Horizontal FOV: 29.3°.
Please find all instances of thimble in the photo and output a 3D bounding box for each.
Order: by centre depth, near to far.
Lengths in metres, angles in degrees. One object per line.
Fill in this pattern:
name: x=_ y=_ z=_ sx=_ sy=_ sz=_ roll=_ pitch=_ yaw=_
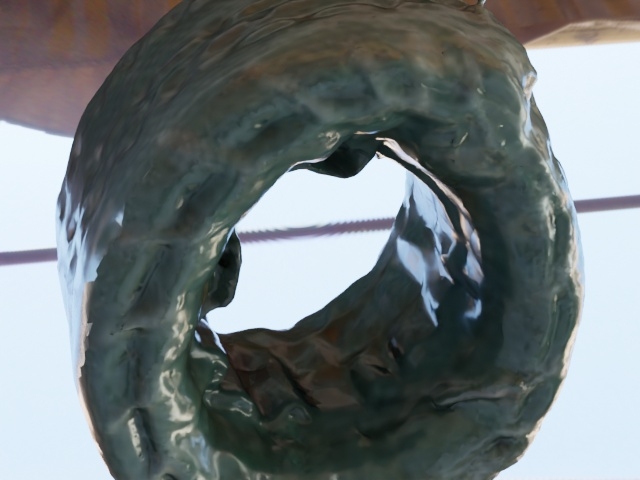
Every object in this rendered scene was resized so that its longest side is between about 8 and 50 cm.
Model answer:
thimble: x=0.000 y=0.000 z=0.492 sx=0.198 sy=0.143 sz=0.235 roll=19 pitch=-70 yaw=-25
